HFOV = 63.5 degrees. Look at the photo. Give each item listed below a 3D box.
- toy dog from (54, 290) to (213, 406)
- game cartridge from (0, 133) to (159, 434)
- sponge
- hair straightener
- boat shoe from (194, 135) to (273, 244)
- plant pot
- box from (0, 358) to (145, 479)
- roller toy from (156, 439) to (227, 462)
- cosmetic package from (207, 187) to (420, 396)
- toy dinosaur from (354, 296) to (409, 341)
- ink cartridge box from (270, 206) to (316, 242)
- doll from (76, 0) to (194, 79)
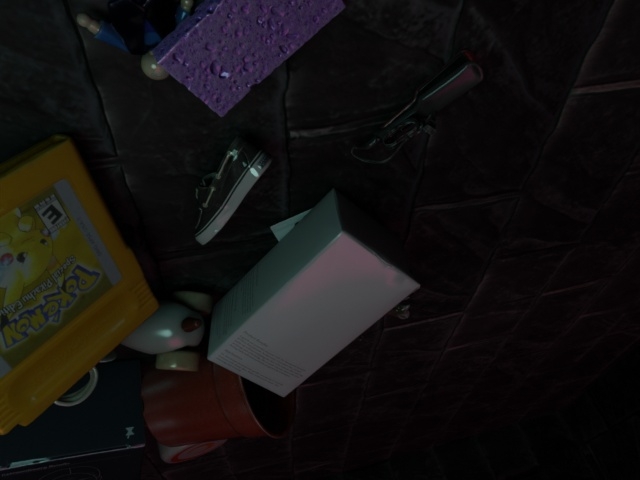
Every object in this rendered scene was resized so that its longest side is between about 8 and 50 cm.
[{"bbox_3d":[-0.342,0.152,0.930,0.334,0.220,0.161,-10,166,-28],"label":"toy dog"},{"bbox_3d":[-0.383,0.065,0.693,0.285,0.053,0.323,-47,138,-36],"label":"game cartridge"},{"bbox_3d":[-0.081,-0.252,0.611,0.210,0.031,0.117,-38,145,10],"label":"sponge"},{"bbox_3d":[0.141,-0.189,0.779,0.230,0.089,0.047,-32,124,22],"label":"hair straightener"},{"bbox_3d":[-0.155,-0.077,0.813,0.070,0.077,0.219,37,128,-9],"label":"boat shoe"},{"bbox_3d":[-0.235,0.332,1.167,0.265,0.272,0.272,-19,145,14],"label":"plant pot"},{"bbox_3d":[-0.579,0.474,1.215,0.294,0.211,0.395,0,141,-24],"label":"box"},{"bbox_3d":[-0.349,0.496,1.403,0.209,0.146,0.191,-26,153,0],"label":"roller toy"},{"bbox_3d":[-0.023,0.108,0.966,0.197,0.155,0.365,37,112,-26],"label":"cosmetic package"},{"bbox_3d":[0.036,0.142,1.167,0.314,0.121,0.160,6,122,-13],"label":"toy dinosaur"},{"bbox_3d":[0.000,0.000,1.018,0.146,0.045,0.179,-23,126,7],"label":"ink cartridge box"},{"bbox_3d":[-0.202,-0.257,0.567,0.129,0.046,0.189,-21,151,-13],"label":"doll"}]
